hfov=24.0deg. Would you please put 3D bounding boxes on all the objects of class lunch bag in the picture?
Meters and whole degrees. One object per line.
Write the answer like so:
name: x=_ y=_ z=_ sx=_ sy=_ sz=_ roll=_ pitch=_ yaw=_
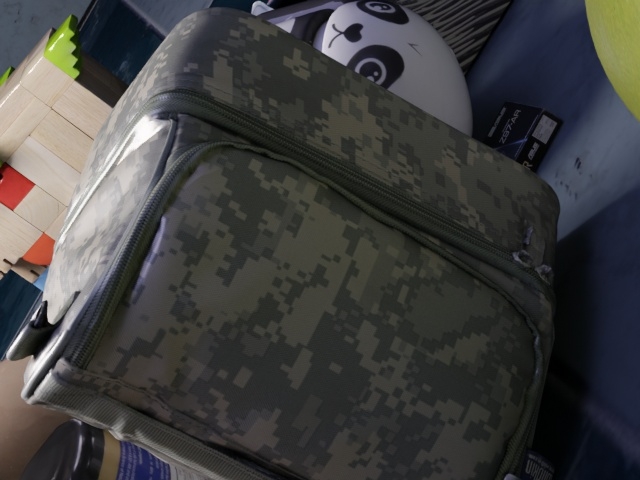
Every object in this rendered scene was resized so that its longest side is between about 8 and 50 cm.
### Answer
lunch bag: x=-0.013 y=0.049 z=0.901 sx=0.212 sy=0.305 sz=0.256 roll=-45 pitch=22 yaw=44

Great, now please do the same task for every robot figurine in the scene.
robot figurine: x=-0.023 y=-0.079 z=1.139 sx=0.278 sy=0.209 sz=0.173 roll=-14 pitch=1 yaw=26

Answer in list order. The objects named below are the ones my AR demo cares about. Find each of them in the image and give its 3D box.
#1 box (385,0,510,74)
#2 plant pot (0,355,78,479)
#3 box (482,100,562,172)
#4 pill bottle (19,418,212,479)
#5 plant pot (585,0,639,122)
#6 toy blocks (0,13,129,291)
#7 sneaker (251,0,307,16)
box: x=0.089 y=-0.208 z=1.269 sx=0.275 sy=0.113 sz=0.094 roll=-59 pitch=21 yaw=8
plant pot: x=-0.299 y=0.227 z=1.470 sx=0.229 sy=0.263 sz=0.263 roll=-52 pitch=14 yaw=-29
box: x=0.134 y=-0.058 z=1.089 sx=0.083 sy=0.018 sz=0.067 roll=-61 pitch=20 yaw=1
pill bottle: x=-0.091 y=0.213 z=0.973 sx=0.123 sy=0.219 sz=0.123 roll=-49 pitch=23 yaw=29
plant pot: x=0.225 y=-0.122 z=0.661 sx=0.275 sy=0.274 sz=0.293 roll=-62 pitch=4 yaw=-4
toy blocks: x=-0.327 y=-0.073 z=1.907 sx=0.381 sy=0.261 sz=0.191 roll=-45 pitch=22 yaw=20
sneaker: x=-0.038 y=-0.125 z=1.367 sx=0.148 sy=0.131 sz=0.350 roll=91 pitch=-169 yaw=-55
